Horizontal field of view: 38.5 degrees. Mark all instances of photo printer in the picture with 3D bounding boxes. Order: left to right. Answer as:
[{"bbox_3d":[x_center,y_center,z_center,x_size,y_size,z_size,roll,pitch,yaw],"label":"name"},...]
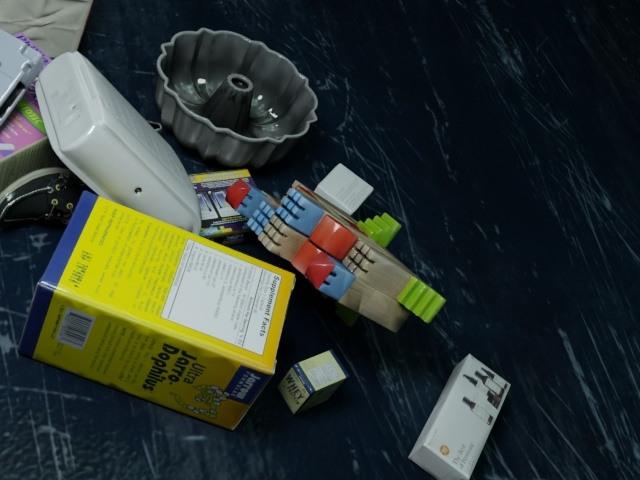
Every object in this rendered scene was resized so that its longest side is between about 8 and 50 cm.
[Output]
[{"bbox_3d":[-0.317,-0.135,1.494,0.307,0.107,0.256,49,7,-45],"label":"photo printer"}]

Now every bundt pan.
[{"bbox_3d":[-0.177,-0.267,1.803,0.330,0.124,0.331,16,44,-16],"label":"bundt pan"}]

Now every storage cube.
[{"bbox_3d":[-0.545,-0.477,1.724,0.183,0.215,0.193,0,60,-30],"label":"storage cube"}]

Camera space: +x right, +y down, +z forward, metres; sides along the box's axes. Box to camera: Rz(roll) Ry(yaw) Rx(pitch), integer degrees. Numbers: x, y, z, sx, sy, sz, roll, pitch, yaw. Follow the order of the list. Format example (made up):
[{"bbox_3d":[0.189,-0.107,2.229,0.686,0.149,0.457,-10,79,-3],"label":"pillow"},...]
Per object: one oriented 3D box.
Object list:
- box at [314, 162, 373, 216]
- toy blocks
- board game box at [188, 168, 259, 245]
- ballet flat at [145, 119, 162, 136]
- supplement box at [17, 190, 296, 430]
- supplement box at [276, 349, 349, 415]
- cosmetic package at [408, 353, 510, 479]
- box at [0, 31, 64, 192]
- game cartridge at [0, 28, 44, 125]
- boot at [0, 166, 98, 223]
[{"bbox_3d":[0.029,-0.072,1.781,0.087,0.101,0.102,37,43,3],"label":"box"},{"bbox_3d":[0.000,0.000,1.526,0.261,0.191,0.381,31,9,-38],"label":"toy blocks"},{"bbox_3d":[-0.187,-0.058,1.686,0.170,0.048,0.141,-9,57,-34],"label":"board game box"},{"bbox_3d":[-0.377,-0.234,1.725,0.173,0.049,0.057,23,45,-11],"label":"ballet flat"},{"bbox_3d":[-0.247,0.112,1.406,0.356,0.195,0.194,23,46,-10],"label":"supplement box"},{"bbox_3d":[-0.013,0.234,1.512,0.083,0.083,0.056,-16,62,-39],"label":"supplement box"},{"bbox_3d":[0.248,0.315,1.609,0.099,0.060,0.239,35,45,3],"label":"cosmetic package"},{"bbox_3d":[-0.540,-0.214,1.569,0.213,0.117,0.243,42,45,8],"label":"box"},{"bbox_3d":[-0.595,-0.217,1.426,0.198,0.062,0.297,30,77,10],"label":"game cartridge"},{"bbox_3d":[-0.400,-0.035,1.511,0.178,0.085,0.236,49,37,14],"label":"boot"}]
